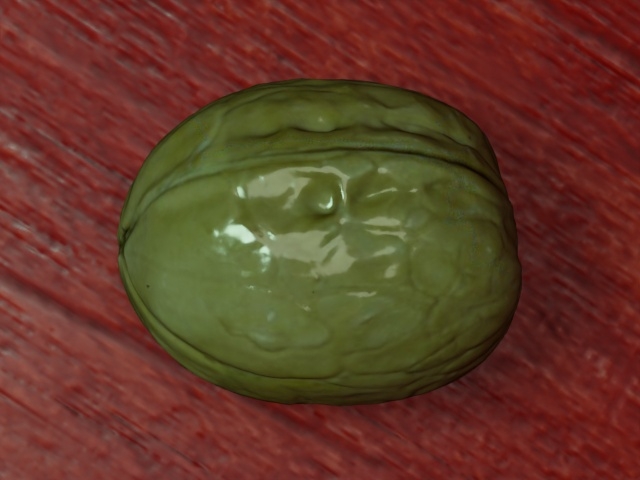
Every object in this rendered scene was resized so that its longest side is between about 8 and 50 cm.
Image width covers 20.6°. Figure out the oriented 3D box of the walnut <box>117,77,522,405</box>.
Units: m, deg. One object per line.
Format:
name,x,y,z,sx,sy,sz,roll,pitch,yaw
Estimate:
walnut,0.000,0.000,0.869,0.197,0.165,0.165,7,82,-10
